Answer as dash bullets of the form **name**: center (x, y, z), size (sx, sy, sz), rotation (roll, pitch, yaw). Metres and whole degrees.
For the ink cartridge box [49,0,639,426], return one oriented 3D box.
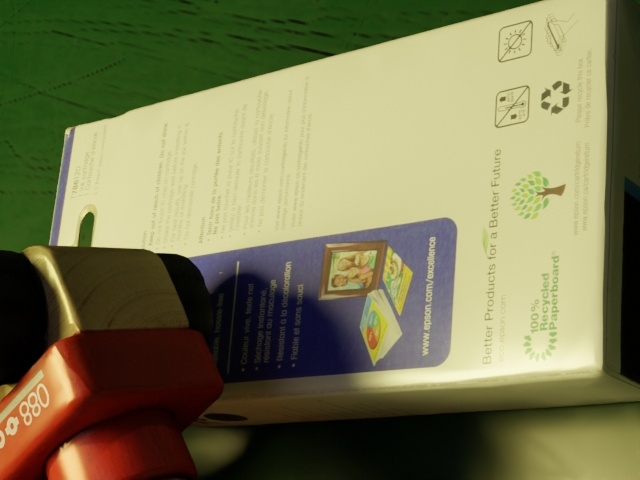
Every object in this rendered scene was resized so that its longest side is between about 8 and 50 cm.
- **ink cartridge box**: center (0.000, 0.000, 0.639), size (0.333, 0.065, 0.165), rotation (-7, 70, 37)

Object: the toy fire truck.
- **toy fire truck**: center (-0.096, 0.150, 0.587), size (0.217, 0.158, 0.246), rotation (-44, 60, 33)
